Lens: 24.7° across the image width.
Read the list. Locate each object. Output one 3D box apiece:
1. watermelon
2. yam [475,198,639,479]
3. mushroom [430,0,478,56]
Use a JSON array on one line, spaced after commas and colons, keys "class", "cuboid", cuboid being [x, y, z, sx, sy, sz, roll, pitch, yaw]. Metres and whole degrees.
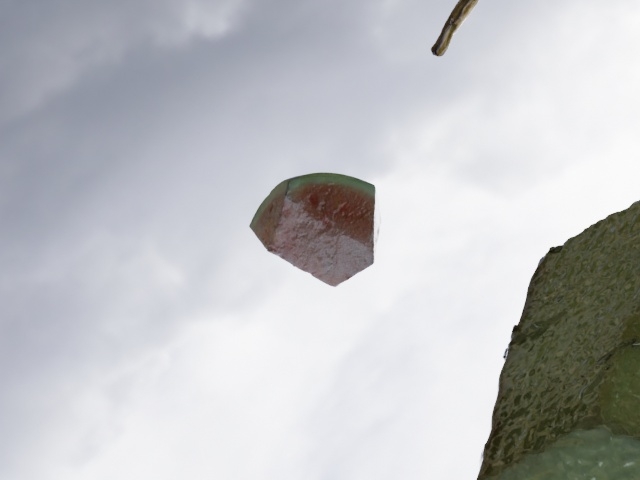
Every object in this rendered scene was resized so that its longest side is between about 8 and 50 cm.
[{"class": "watermelon", "cuboid": [-0.005, -0.004, 0.971, 0.092, 0.085, 0.072, 115, -7, -59]}, {"class": "yam", "cuboid": [0.214, 0.114, 0.900, 0.202, 0.201, 0.271, -31, -168, 36]}, {"class": "mushroom", "cuboid": [0.168, -0.262, 1.124, 0.286, 0.026, 0.028, -58, 174, 2]}]
